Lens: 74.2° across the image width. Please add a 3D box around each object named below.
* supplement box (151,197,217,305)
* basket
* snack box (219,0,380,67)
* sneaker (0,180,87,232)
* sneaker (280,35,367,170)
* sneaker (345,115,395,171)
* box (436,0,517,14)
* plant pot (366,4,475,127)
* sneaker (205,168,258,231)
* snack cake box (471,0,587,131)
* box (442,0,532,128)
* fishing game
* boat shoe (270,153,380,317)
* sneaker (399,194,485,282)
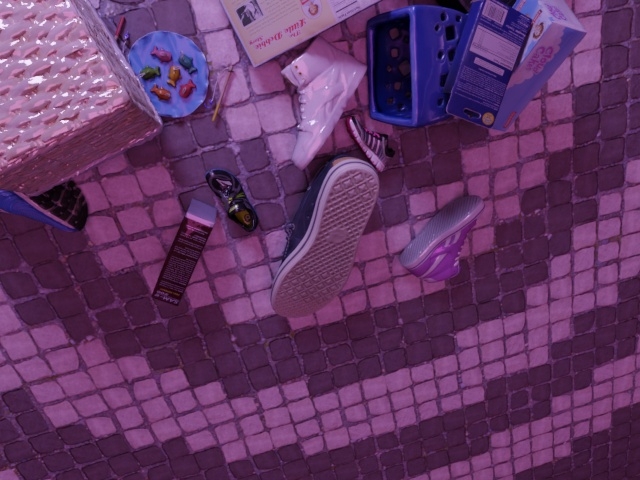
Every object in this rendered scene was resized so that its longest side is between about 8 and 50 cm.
[{"bbox_3d":[-0.338,0.027,1.061,0.073,0.130,0.239,22,104,-18],"label":"supplement box"},{"bbox_3d":[-0.531,-0.295,0.786,0.332,0.266,0.328,-30,101,-8],"label":"basket"},{"bbox_3d":[-0.045,-0.520,0.880,0.322,0.060,0.187,-18,114,22],"label":"snack box"},{"bbox_3d":[-0.702,-0.114,0.962,0.330,0.129,0.147,35,124,-26],"label":"sneaker"},{"bbox_3d":[-0.034,-0.327,1.000,0.169,0.108,0.292,28,94,-17],"label":"sneaker"},{"bbox_3d":[0.130,-0.257,1.073,0.075,0.063,0.170,-40,117,6],"label":"sneaker"},{"bbox_3d":[0.396,-0.625,0.957,0.184,0.103,0.261,40,100,-17],"label":"box"},{"bbox_3d":[0.246,-0.392,0.956,0.212,0.236,0.235,-10,112,-14],"label":"plant pot"},{"bbox_3d":[-0.215,-0.100,1.062,0.067,0.078,0.188,-32,112,3],"label":"sneaker"},{"bbox_3d":[0.442,-0.400,0.958,0.089,0.152,0.264,8,144,-14],"label":"snack cake box"},{"bbox_3d":[0.330,-0.354,0.858,0.137,0.036,0.225,10,103,-26],"label":"box"},{"bbox_3d":[-0.346,-0.373,0.956,0.264,0.041,0.189,24,102,-17],"label":"fishing game"},{"bbox_3d":[0.000,0.000,1.104,0.187,0.156,0.499,12,120,-20],"label":"boat shoe"},{"bbox_3d":[0.375,0.006,1.203,0.161,0.102,0.282,36,112,-24],"label":"sneaker"}]
